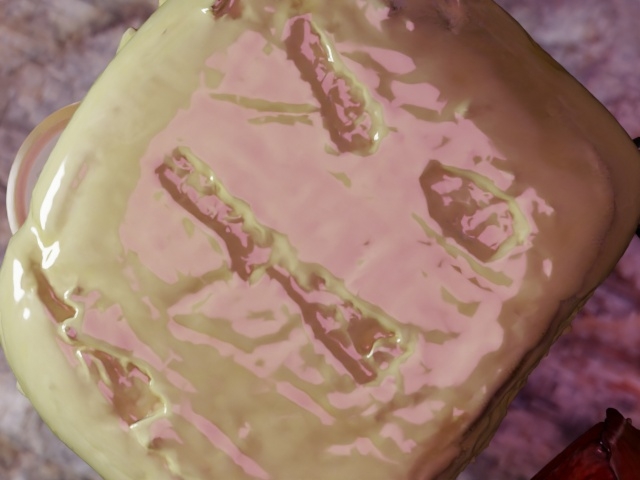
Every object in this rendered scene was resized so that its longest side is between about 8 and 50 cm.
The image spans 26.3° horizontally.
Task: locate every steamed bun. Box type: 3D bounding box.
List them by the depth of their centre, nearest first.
[{"bbox_3d":[0.000,0.000,0.612,0.232,0.166,0.273,36,97,5],"label":"steamed bun"}]

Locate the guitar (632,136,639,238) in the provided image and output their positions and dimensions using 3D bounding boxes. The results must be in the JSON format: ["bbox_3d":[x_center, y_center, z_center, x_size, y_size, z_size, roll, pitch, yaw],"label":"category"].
[{"bbox_3d":[0.214,0.063,0.638,0.084,0.038,0.271,-35,81,6],"label":"guitar"}]

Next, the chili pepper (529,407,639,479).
[{"bbox_3d":[0.095,0.212,0.631,0.144,0.136,0.252,35,110,-33],"label":"chili pepper"}]

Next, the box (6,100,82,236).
[{"bbox_3d":[-0.109,-0.021,0.707,0.105,0.037,0.105,-1,86,11],"label":"box"}]
